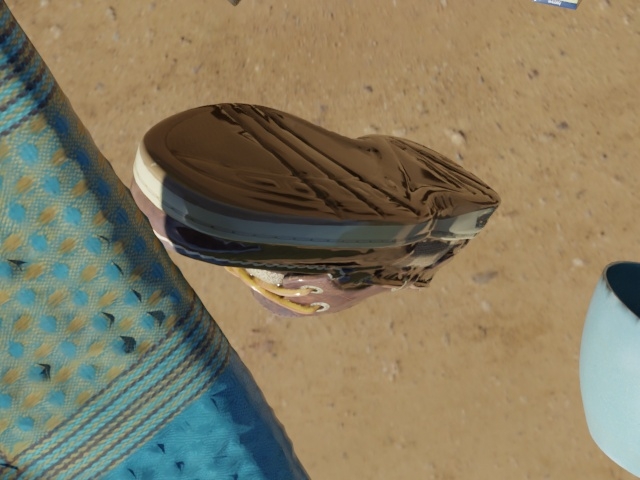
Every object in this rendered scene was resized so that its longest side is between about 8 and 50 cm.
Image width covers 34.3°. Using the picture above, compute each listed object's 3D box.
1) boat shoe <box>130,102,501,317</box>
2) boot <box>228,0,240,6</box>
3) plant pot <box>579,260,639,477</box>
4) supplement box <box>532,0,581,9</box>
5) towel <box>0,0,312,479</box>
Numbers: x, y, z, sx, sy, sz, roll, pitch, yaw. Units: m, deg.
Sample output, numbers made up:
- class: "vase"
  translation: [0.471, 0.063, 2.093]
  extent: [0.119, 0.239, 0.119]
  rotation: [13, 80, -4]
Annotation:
- class: "boat shoe"
  translation: [0.000, 0.000, 0.647]
  extent: [0.123, 0.342, 0.123]
  rotation: [38, 109, 22]
- class: "boot"
  translation: [-0.024, -0.335, 1.025]
  extent: [0.089, 0.270, 0.236]
  rotation: [20, 156, 29]
- class: "plant pot"
  translation: [0.435, 0.184, 1.267]
  extent: [0.290, 0.290, 0.195]
  rotation: [20, 112, -10]
- class: "supplement box"
  translation: [0.306, -0.343, 1.287]
  extent: [0.056, 0.083, 0.083]
  rotation: [16, 125, 18]
- class: "towel"
  translation: [-0.163, 0.089, 0.396]
  extent: [0.271, 0.040, 0.370]
  rotation: [-38, 132, -14]
